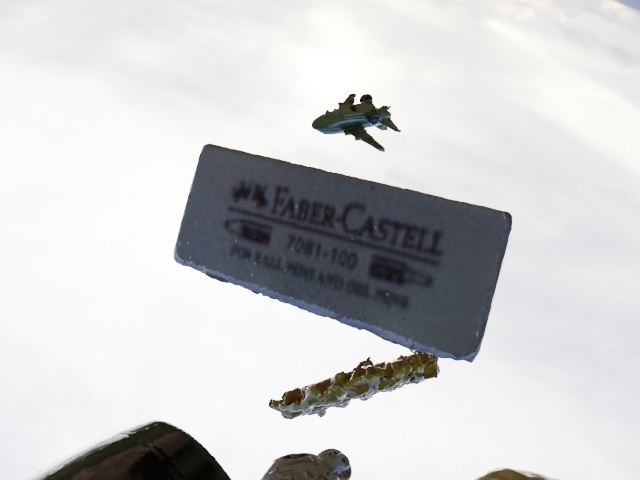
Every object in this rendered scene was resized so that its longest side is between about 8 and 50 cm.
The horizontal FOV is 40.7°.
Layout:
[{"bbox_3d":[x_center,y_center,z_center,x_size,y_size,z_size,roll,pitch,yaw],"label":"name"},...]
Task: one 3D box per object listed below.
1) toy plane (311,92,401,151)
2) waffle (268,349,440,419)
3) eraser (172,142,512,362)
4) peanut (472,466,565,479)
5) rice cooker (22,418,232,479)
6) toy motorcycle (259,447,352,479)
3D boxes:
[{"bbox_3d":[0.032,-0.112,0.788,0.083,0.033,0.080,-6,-129,-20],"label":"toy plane"},{"bbox_3d":[0.073,0.260,1.559,0.325,0.302,0.068,0,-112,-56],"label":"waffle"},{"bbox_3d":[0.000,0.000,0.693,0.352,0.111,0.077,16,-177,38],"label":"eraser"},{"bbox_3d":[0.240,0.303,0.764,0.319,0.147,0.147,38,-163,-25],"label":"peanut"},{"bbox_3d":[-0.185,0.307,0.748,0.267,0.267,0.224,30,-143,24],"label":"rice cooker"},{"bbox_3d":[-0.035,0.395,1.403,0.112,0.112,0.254,29,-158,22],"label":"toy motorcycle"}]
